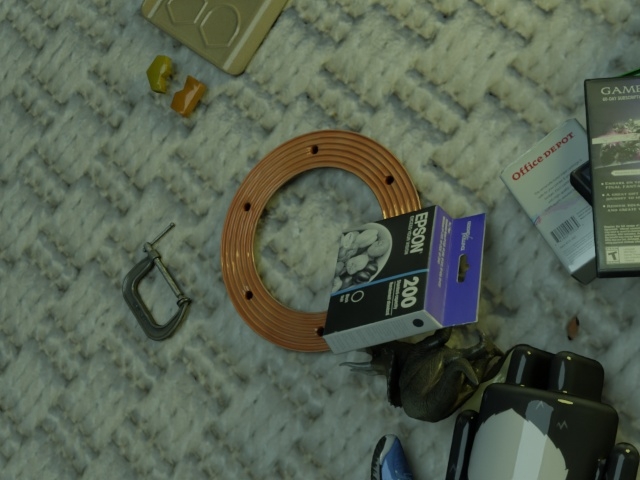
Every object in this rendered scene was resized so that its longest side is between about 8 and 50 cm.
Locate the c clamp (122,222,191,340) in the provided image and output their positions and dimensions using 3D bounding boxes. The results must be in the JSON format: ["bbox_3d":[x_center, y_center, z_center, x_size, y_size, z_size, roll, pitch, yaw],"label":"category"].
[{"bbox_3d":[-0.255,0.072,1.879,0.137,0.022,0.160,-38,63,15],"label":"c clamp"}]

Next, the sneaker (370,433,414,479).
[{"bbox_3d":[0.119,0.362,1.582,0.081,0.080,0.211,-13,82,19],"label":"sneaker"}]

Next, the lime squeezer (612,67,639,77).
[{"bbox_3d":[0.472,-0.244,1.490,0.310,0.110,0.058,163,106,-63],"label":"lime squeezer"}]

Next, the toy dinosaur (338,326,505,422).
[{"bbox_3d":[0.155,0.179,1.535,0.160,0.121,0.313,-48,20,-1],"label":"toy dinosaur"}]

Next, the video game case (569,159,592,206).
[{"bbox_3d":[0.489,-0.053,1.447,0.248,0.035,0.275,-35,62,-7],"label":"video game case"}]

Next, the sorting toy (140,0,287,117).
[{"bbox_3d":[-0.186,-0.364,1.941,0.229,0.041,0.307,36,96,26],"label":"sorting toy"}]

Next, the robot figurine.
[{"bbox_3d":[0.268,0.273,1.457,0.174,0.209,0.278,13,83,-9],"label":"robot figurine"}]

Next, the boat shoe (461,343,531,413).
[{"bbox_3d":[0.238,0.191,1.573,0.049,0.042,0.133,40,99,7],"label":"boat shoe"}]

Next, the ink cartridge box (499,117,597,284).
[{"bbox_3d":[0.339,-0.052,1.556,0.127,0.072,0.175,-38,63,14],"label":"ink cartridge box"}]

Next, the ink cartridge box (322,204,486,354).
[{"bbox_3d":[0.113,0.044,1.584,0.208,0.045,0.206,-15,39,24],"label":"ink cartridge box"}]

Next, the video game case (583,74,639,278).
[{"bbox_3d":[0.427,-0.085,1.442,0.196,0.026,0.274,-3,62,10],"label":"video game case"}]

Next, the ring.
[{"bbox_3d":[0.000,0.000,1.754,0.337,0.032,0.336,-7,76,26],"label":"ring"}]
